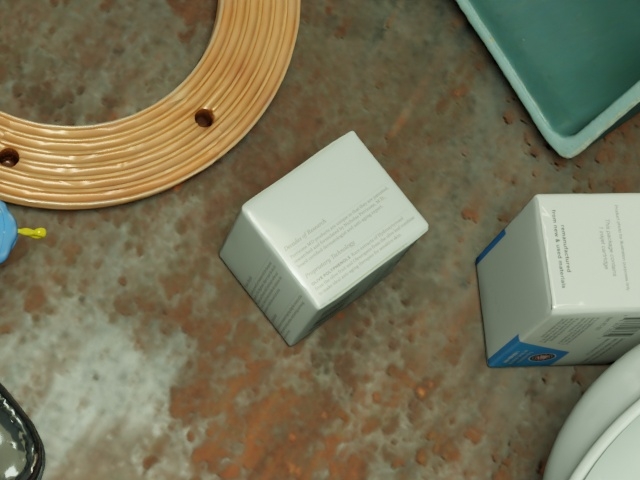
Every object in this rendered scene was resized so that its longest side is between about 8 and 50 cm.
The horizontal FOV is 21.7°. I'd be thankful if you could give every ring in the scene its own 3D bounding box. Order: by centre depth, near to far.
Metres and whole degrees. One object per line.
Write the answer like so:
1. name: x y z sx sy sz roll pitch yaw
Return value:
1. ring: -0.181 -0.179 1.189 0.336 0.032 0.337 4 72 -11

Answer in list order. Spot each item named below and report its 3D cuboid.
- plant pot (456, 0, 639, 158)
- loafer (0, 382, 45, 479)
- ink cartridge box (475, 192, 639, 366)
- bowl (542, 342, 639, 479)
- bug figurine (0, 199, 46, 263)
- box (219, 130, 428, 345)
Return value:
1. plant pot: 0.253 -0.250 1.197 0.252 0.247 0.248 -25 79 -35
2. loafer: -0.306 0.070 1.052 0.302 0.095 0.109 36 68 1
3. ink cartridge box: 0.226 0.028 1.144 0.203 0.148 0.086 -1 72 -13
4. bowl: 0.261 0.154 1.089 0.297 0.134 0.298 -6 118 -12
5. bug figurine: -0.262 0.076 0.977 0.216 0.072 0.279 10 69 -33
6. box: 0.000 0.000 1.132 0.102 0.101 0.087 -36 83 -21
